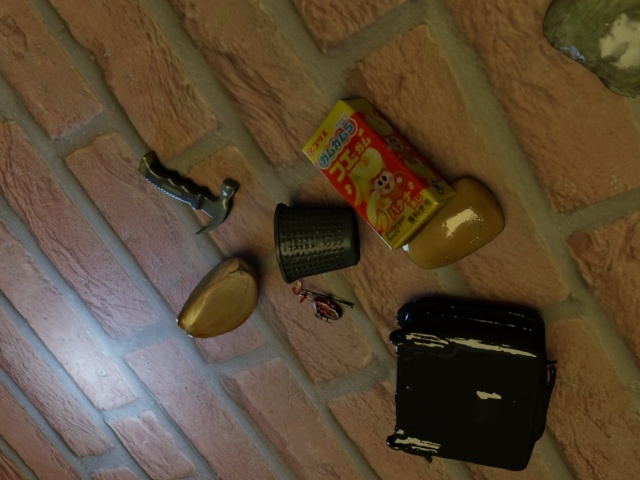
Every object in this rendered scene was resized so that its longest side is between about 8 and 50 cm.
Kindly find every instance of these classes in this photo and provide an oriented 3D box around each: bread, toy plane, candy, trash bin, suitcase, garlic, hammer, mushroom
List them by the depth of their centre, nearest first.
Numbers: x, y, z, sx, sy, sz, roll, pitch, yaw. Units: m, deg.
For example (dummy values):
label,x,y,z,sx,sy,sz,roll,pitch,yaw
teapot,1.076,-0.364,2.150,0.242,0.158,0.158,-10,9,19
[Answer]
label,x,y,z,sx,sy,sz,roll,pitch,yaw
mushroom,0.495,-0.323,1.030,0.267,0.164,0.189,36,123,-2
candy,0.107,-0.131,1.268,0.276,0.088,0.146,50,125,13
bread,0.251,-0.025,1.316,0.217,0.098,0.147,-36,97,30
trash bin,0.000,0.000,1.389,0.161,0.175,0.175,-5,115,8
suitcase,0.316,0.306,1.413,0.340,0.188,0.345,8,117,17
hammer,-0.306,-0.114,1.496,0.227,0.041,0.158,31,121,1
garlic,-0.225,0.127,1.524,0.145,0.164,0.245,48,117,11
toy plane,0.000,0.144,1.528,0.145,0.037,0.060,25,118,4

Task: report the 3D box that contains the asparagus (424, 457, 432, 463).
label,x,y,z,sx,sy,sz,roll,pitch,yaw
asparagus,0.240,0.511,1.651,0.015,0.014,0.114,-41,101,-3
